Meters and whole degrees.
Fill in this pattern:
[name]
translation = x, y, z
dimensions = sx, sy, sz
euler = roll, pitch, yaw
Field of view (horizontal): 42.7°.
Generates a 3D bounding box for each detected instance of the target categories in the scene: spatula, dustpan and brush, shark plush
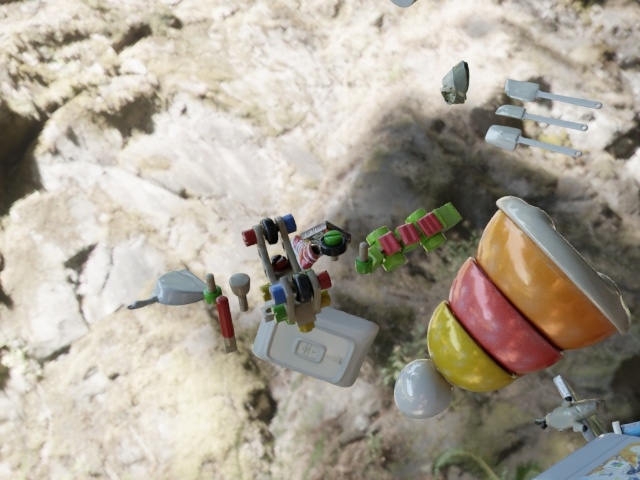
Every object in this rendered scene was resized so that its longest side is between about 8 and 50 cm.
[spatula]
translation = 0.517, -0.278, 1.907
dimensions = 0.019, 0.242, 0.168
euler = 28, -97, -57
[dustpan and brush]
translation = -0.399, 0.136, 2.090
dimensions = 0.211, 0.147, 0.060
euler = -7, -63, -43
[shark plush]
translation = 0.490, 0.353, 1.623
dimensions = 0.067, 0.073, 0.161
euler = -20, -22, -37

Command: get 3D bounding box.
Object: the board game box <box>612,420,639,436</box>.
[board game box]
translation = 0.585, 0.549, 1.324
dimensions = 0.050, 0.390, 0.390
euler = -19, -53, 18

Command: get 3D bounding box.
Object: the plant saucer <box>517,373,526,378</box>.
[plant saucer]
translation = 0.464, 0.292, 1.929
dimensions = 0.200, 0.037, 0.200
euler = -22, -22, -9

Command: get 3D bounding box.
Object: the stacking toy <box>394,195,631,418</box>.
[stacking toy]
translation = 0.329, 0.180, 1.622
dimensions = 0.480, 0.350, 0.350
euler = -44, -20, 9

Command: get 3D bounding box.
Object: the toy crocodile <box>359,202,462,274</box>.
[toy crocodile]
translation = 0.244, -0.010, 2.250
dimensions = 0.340, 0.115, 0.105
euler = -25, -15, -19

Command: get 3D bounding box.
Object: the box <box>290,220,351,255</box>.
[box]
translation = 0.000, 0.000, 2.143
dimensions = 0.094, 0.027, 0.137
euler = 29, -40, -35

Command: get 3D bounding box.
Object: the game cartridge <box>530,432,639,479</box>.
[game cartridge]
translation = 0.433, 0.330, 1.082
dimensions = 0.198, 0.062, 0.297
euler = -15, 4, -33

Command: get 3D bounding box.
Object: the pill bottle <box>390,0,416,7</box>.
[pill bottle]
translation = 0.246, -0.638, 1.879
dimensions = 0.229, 0.131, 0.131
euler = -44, -18, -23

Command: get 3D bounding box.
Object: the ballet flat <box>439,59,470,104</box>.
[ballet flat]
translation = 0.326, -0.377, 1.996
dimensions = 0.068, 0.072, 0.213
euler = -9, -10, 6

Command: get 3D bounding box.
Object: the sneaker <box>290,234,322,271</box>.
[sneaker]
translation = -0.029, 0.014, 1.820
dimensions = 0.042, 0.118, 0.067
euler = 22, -58, -31

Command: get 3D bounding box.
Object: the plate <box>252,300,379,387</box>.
[plate]
translation = -0.023, 0.255, 1.999
dimensions = 0.277, 0.278, 0.045
euler = 108, -179, -46

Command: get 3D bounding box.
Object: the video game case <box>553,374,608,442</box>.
[video game case]
translation = 0.586, 0.411, 1.741
dimensions = 0.023, 0.212, 0.193
euler = -37, 25, 13

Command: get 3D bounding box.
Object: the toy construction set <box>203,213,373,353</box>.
[toy construction set]
translation = -0.085, 0.123, 1.636
dimensions = 0.309, 0.257, 0.237
euler = -34, -44, -33
